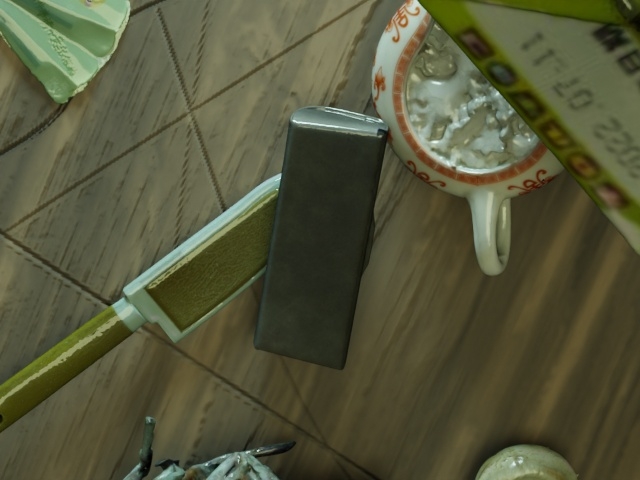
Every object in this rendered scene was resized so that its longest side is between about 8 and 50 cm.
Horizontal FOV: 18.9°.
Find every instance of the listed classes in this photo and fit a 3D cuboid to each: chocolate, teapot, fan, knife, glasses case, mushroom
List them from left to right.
[{"bbox_3d":[-0.203,-0.216,1.356,0.131,0.009,0.240,-20,103,-3],"label":"fan"},{"bbox_3d":[-0.115,0.046,1.412,0.343,0.027,0.061,-37,119,1],"label":"knife"},{"bbox_3d":[0.001,-0.001,1.380,0.072,0.042,0.191,14,115,9],"label":"glasses case"},{"bbox_3d":[0.117,-0.096,1.353,0.159,0.116,0.246,-10,103,9],"label":"teapot"},{"bbox_3d":[0.157,0.196,1.450,0.083,0.067,0.084,-3,106,-11],"label":"mushroom"},{"bbox_3d":[0.209,-0.172,1.254,0.137,0.301,0.289,-29,113,35],"label":"chocolate"}]

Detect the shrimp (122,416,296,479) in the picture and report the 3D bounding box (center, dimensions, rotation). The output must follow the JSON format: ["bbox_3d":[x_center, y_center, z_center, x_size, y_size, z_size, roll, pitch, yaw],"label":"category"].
[{"bbox_3d":[-0.122,0.233,1.394,0.410,0.166,0.221,-6,105,8],"label":"shrimp"}]
